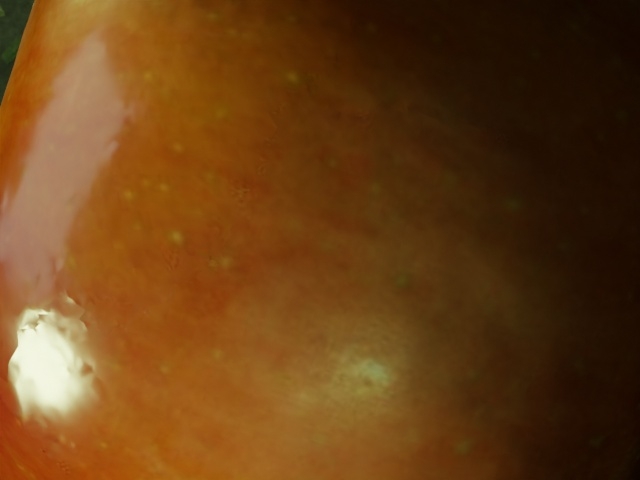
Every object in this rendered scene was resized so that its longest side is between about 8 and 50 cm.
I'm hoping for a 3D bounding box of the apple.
[{"bbox_3d":[0.000,0.000,0.379,0.163,0.139,0.163,-164,90,-79],"label":"apple"}]
